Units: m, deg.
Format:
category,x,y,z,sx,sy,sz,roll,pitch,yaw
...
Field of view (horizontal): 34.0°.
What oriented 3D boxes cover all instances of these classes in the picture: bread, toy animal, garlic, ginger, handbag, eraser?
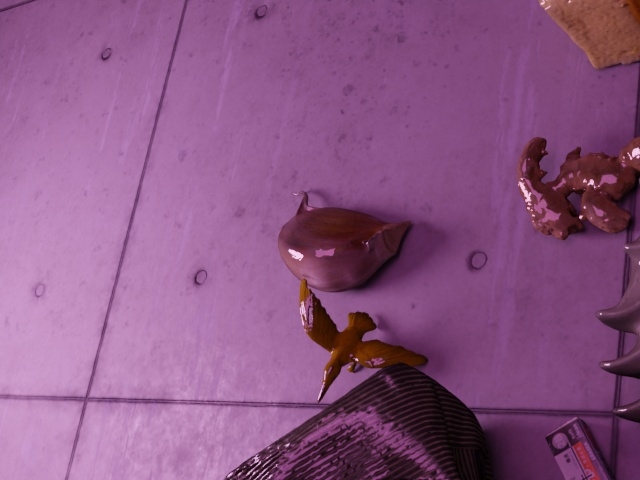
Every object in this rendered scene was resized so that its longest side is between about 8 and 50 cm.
category,x,y,z,sx,sy,sz,roll,pitch,yaw
bread,0.453,-0.405,1.451,0.263,0.198,0.236,-11,56,36
toy animal,0.040,0.173,1.543,0.219,0.095,0.155,25,83,12
garlic,-0.005,-0.001,1.669,0.266,0.148,0.129,28,123,39
ginger,0.388,-0.072,1.416,0.258,0.065,0.149,1,82,33
handbag,0.070,0.349,1.320,0.340,0.247,0.240,-35,51,7
eraser,0.328,0.284,1.297,0.052,0.029,0.122,-36,50,19

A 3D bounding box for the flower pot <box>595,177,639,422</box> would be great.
category,x,y,z,sx,sy,sz,roll,pitch,yaw
flower pot,0.462,0.070,1.199,0.254,0.164,0.368,21,93,33
